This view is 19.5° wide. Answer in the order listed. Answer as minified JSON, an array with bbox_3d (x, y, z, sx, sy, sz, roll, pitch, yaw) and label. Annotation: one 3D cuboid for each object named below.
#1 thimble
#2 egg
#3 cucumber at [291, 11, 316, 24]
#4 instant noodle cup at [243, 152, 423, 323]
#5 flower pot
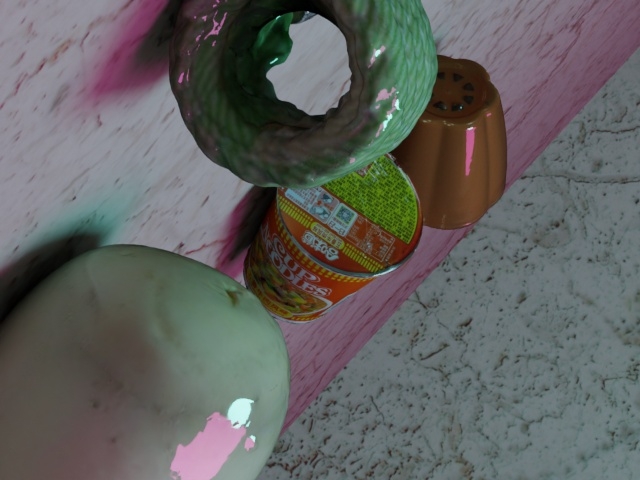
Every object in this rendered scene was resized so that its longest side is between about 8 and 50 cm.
[{"bbox_3d":[-0.014,-0.157,1.564,0.219,0.219,0.150,-54,171,24],"label":"thimble"},{"bbox_3d":[-0.195,0.168,1.755,0.345,0.283,0.283,-48,169,8],"label":"egg"},{"bbox_3d":[-0.005,-0.237,1.692,0.112,0.064,0.064,-32,160,-46],"label":"cucumber"},{"bbox_3d":[0.000,0.000,2.259,0.193,0.193,0.212,-42,175,-33],"label":"instant noodle cup"},{"bbox_3d":[0.156,-0.138,2.391,0.190,0.191,0.173,-42,155,-32],"label":"flower pot"}]
